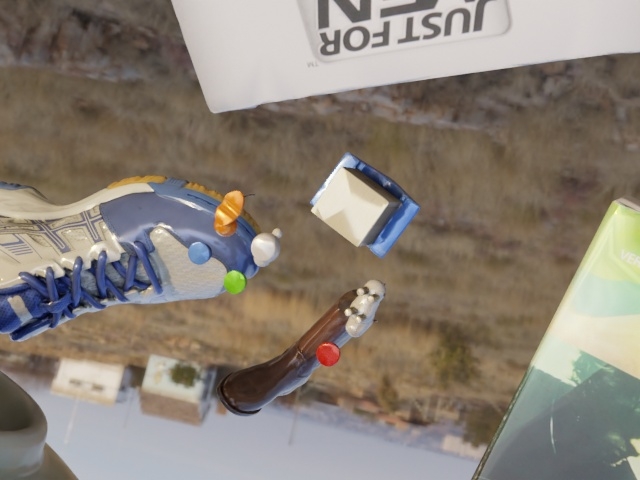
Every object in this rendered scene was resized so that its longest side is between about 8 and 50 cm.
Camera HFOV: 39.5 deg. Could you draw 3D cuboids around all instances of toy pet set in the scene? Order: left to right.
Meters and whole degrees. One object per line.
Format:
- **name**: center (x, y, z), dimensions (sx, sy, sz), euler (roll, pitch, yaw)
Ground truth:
- **toy pet set**: center (0.000, 0.000, 0.582), dimensions (0.122, 0.114, 0.065), euler (38, -168, 12)

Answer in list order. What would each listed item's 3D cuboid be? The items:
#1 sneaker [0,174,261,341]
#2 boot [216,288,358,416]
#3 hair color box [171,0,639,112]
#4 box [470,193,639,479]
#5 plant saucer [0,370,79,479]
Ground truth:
- **sneaker**: center (-0.189, 0.029, 0.684), dimensions (0.296, 0.131, 0.112), euler (-1, 129, 21)
- **boot**: center (-0.013, 0.080, 0.663), dimensions (0.037, 0.114, 0.106), euler (53, -155, 12)
- **hair color box**: center (0.007, -0.243, 0.288), dimensions (0.185, 0.374, 0.113), euler (-4, -152, 26)
- **box**: center (0.165, 0.172, 0.388), dimensions (0.232, 0.322, 0.058), euler (27, -169, 18)
- **plant saucer**: center (-0.253, 0.090, 0.438), dimensions (0.400, 0.100, 0.400), euler (28, 175, 2)
